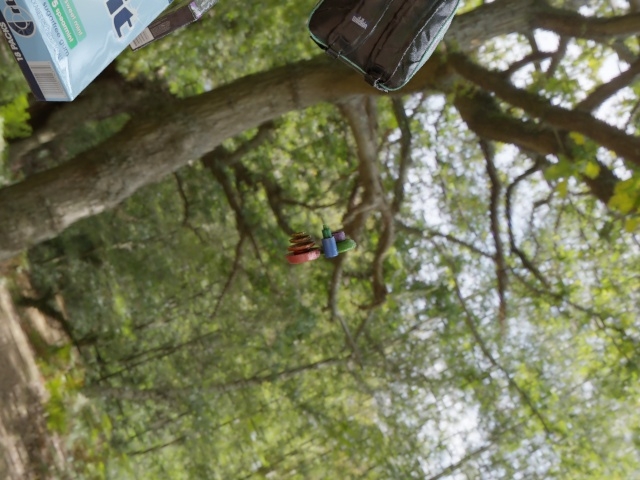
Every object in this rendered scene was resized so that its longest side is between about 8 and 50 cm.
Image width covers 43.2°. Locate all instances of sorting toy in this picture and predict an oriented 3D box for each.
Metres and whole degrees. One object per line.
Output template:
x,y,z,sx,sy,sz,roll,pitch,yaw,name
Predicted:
0.000,0.000,1.069,0.061,0.102,0.042,-1,-77,61,sorting toy

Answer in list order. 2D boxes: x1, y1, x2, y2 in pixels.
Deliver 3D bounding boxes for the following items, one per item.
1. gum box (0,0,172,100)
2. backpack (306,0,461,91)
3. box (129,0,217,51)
-0.191,-0.226,0.640,0.041,0.184,0.157,5,-47,24,gum box
0.096,-0.316,1.078,0.166,0.188,0.144,35,24,-2,backpack
-0.224,-0.347,1.252,0.029,0.116,0.162,61,20,-21,box
